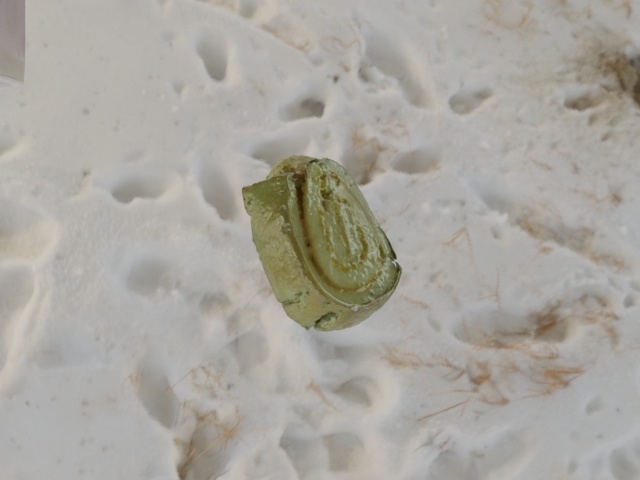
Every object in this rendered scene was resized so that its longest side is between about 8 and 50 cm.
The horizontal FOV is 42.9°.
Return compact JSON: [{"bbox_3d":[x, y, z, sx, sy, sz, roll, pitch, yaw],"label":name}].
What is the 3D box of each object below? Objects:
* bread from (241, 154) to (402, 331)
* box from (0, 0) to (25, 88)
[{"bbox_3d":[0.000,0.000,0.694,0.117,0.064,0.156,-7,70,-48],"label":"bread"},{"bbox_3d":[-0.349,-0.240,0.646,0.106,0.252,0.203,-4,89,17],"label":"box"}]
